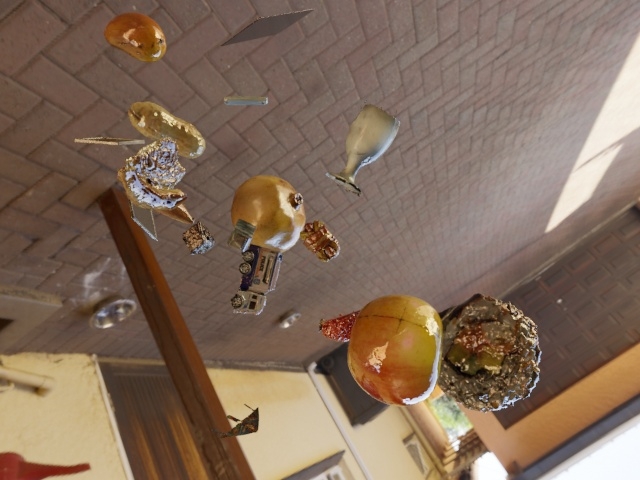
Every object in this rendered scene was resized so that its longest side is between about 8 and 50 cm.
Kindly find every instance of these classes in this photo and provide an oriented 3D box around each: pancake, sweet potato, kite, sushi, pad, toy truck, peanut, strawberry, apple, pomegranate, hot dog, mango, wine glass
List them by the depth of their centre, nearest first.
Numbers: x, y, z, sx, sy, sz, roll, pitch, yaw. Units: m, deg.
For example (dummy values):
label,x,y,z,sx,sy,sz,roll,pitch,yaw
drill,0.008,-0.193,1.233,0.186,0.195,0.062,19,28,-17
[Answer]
label,x,y,z,sx,sy,sz,roll,pitch,yaw
mango,-0.454,-0.501,1.050,0.084,0.159,0.105,-72,-178,-76
apple,0.198,0.281,1.136,0.233,0.286,0.286,7,164,20
pancake,-0.445,-0.158,1.183,0.257,0.056,0.212,-55,153,-50
pad,-0.169,-0.705,1.422,0.202,0.005,0.300,-9,-158,41
sushi,-0.408,-0.006,1.462,0.098,0.084,0.094,-35,164,14
sushi,0.562,0.386,1.495,0.176,0.417,0.417,29,117,-37
kite,-0.276,0.642,1.518,0.183,0.160,0.010,-27,116,-46
peanut,-0.554,-0.403,1.571,0.290,0.130,0.130,29,117,-37
toy truck,-0.247,0.160,1.680,0.155,0.268,0.124,12,171,-4
strawberry,0.112,0.335,1.686,0.236,0.107,0.175,-20,175,29
sweet potato,-0.638,-0.176,1.717,0.131,0.336,0.131,-44,-167,13
wine glass,0.172,-0.373,1.751,0.357,0.190,0.190,-63,151,2
hot dog,0.000,0.000,2.027,0.146,0.213,0.103,-42,165,-17
pomegranate,-0.259,-0.137,2.222,0.416,0.417,0.417,-27,154,-14

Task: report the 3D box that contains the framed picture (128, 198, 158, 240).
label,x,y,z,sx,sy,sz,roll,pitch,yaw
framed picture,-0.782,-0.125,1.890,0.014,0.197,0.252,-17,158,-5

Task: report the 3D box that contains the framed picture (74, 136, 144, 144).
label,x,y,z,sx,sy,sz,roll,pitch,yaw
framed picture,-0.813,-0.384,1.670,0.150,0.203,0.015,-43,138,-68

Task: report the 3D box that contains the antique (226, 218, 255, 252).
label,x,y,z,sx,sy,sz,roll,pitch,yaw
antique,-0.340,-0.020,1.853,0.088,0.086,0.183,-62,-169,13

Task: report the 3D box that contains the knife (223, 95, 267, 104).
label,x,y,z,sx,sy,sz,roll,pitch,yaw
knife,-0.277,-0.517,1.604,0.162,0.023,0.044,0,160,-2
